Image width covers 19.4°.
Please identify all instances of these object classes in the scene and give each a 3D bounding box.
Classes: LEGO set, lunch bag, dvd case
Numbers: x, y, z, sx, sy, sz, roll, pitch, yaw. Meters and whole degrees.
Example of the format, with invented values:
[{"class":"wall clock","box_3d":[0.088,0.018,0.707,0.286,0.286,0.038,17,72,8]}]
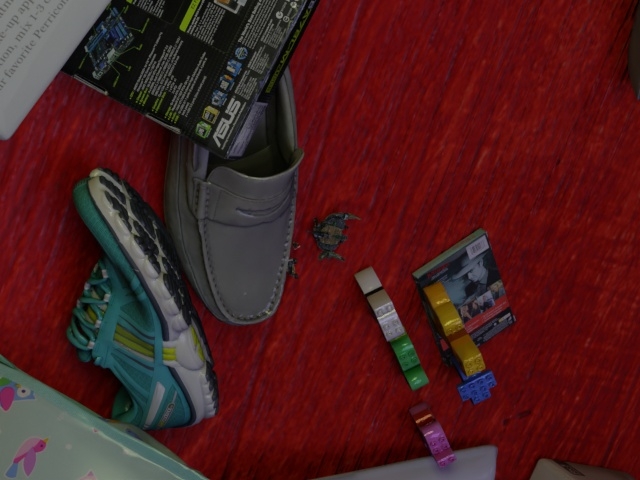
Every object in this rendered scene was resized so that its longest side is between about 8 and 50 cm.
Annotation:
[{"class":"LEGO set","box_3d":[0.118,0.122,1.791,0.087,0.093,0.227,-26,125,-3]},{"class":"LEGO set","box_3d":[-0.002,-0.001,1.714,0.083,0.023,0.054,-19,120,-10]},{"class":"lunch bag","box_3d":[-0.227,0.243,1.561,0.262,0.160,0.223,29,83,-1]},{"class":"dvd case","box_3d":[0.142,0.057,1.839,0.087,0.013,0.119,-33,128,-16]}]

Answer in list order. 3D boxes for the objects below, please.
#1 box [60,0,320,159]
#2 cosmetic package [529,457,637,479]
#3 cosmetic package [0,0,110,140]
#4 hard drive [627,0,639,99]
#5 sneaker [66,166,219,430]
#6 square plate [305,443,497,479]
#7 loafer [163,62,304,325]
[{"class":"box","box_3d":[-0.105,-0.186,1.461,0.190,0.184,0.045,-64,167,8]},{"class":"cosmetic package","box_3d":[0.267,0.449,1.987,0.156,0.217,0.385,16,105,-39]},{"class":"cosmetic package","box_3d":[-0.337,-0.288,1.256,0.453,0.161,0.230,37,90,-40]},{"class":"hard drive","box_3d":[0.383,-0.254,1.770,0.172,0.054,0.254,-18,144,-26]},{"class":"sneaker","box_3d":[-0.163,0.063,1.580,0.110,0.107,0.275,-16,127,-1]},{"class":"square plate","box_3d":[0.029,0.382,1.865,0.347,0.049,0.344,-4,116,-42]},{"class":"loafer","box_3d":[-0.070,-0.061,1.576,0.112,0.111,0.319,-21,122,-24]}]
